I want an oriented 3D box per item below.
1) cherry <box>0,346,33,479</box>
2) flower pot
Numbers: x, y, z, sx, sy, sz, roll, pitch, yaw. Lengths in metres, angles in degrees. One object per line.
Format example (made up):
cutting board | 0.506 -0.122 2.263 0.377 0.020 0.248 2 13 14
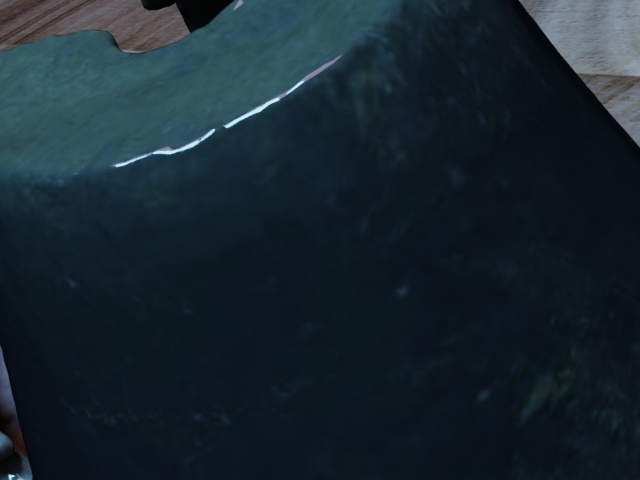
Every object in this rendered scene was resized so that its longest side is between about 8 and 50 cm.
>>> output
cherry | -0.285 0.139 0.914 0.335 0.291 0.326 -17 -4 2
flower pot | 0.000 0.000 0.708 0.379 0.251 0.379 -17 33 11
